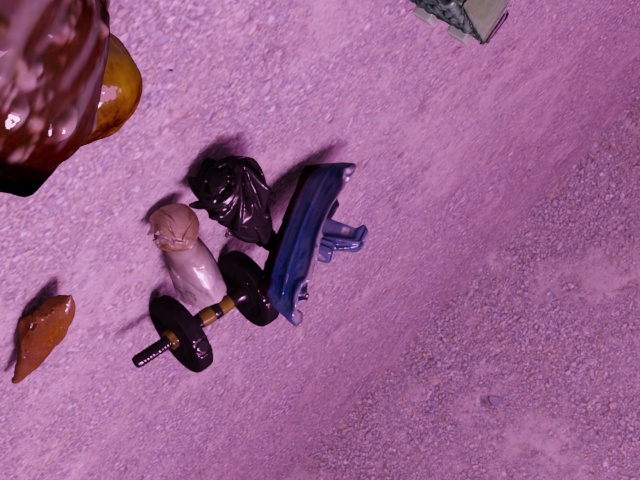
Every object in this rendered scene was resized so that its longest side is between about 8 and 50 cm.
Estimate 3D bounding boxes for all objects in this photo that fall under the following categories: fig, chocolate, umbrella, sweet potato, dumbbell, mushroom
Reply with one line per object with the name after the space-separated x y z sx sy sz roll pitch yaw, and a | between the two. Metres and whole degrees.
-0.256 -0.162 1.101 0.136 0.121 0.153 -29 154 -46 | fig
-0.297 -0.188 0.855 0.210 0.225 0.340 -55 158 4 | chocolate
-0.114 -0.040 1.622 0.118 0.118 0.340 -43 161 -5 | umbrella
-0.405 0.138 1.489 0.068 0.060 0.206 17 126 -24 | sweet potato
-0.178 0.119 1.743 0.325 0.143 0.143 -34 157 -26 | dumbbell
-0.206 0.019 1.584 0.081 0.092 0.223 -19 144 -4 | mushroom

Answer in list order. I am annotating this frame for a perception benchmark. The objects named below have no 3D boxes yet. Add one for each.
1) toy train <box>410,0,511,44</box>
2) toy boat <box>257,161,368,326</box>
0.201 -0.393 1.434 0.188 0.159 0.271 -58 165 7 | toy train
0.000 0.000 1.713 0.129 0.142 0.309 100 9 -67 | toy boat
